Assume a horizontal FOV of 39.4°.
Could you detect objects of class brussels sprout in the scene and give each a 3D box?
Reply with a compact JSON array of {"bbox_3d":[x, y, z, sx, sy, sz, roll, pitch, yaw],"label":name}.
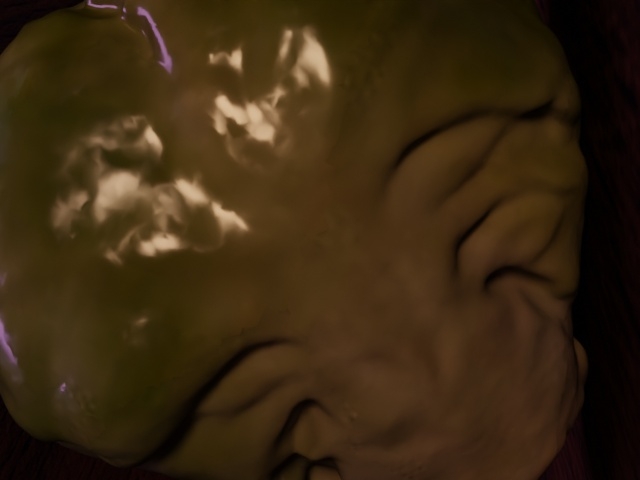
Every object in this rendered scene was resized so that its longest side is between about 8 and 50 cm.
[{"bbox_3d":[-0.001,-0.013,0.420,0.242,0.316,0.274,-28,43,65],"label":"brussels sprout"}]
